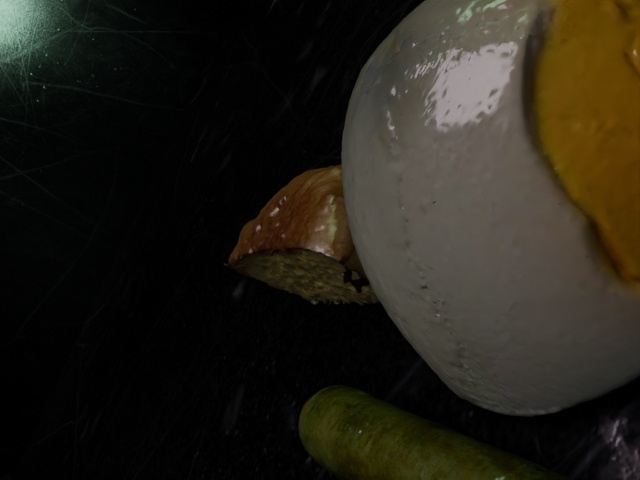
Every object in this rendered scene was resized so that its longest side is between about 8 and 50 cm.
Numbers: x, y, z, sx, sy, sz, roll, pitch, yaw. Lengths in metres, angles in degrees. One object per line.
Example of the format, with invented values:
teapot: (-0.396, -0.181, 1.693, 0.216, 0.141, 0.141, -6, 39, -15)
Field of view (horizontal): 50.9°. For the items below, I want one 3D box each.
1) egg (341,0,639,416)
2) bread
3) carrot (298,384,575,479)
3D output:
egg: (0.117, -0.068, 0.457, 0.337, 0.201, 0.337, -47, 26, 31)
bread: (0.006, -0.008, 0.716, 0.260, 0.129, 0.134, -2, 62, 62)
carrot: (0.084, 0.159, 0.447, 0.359, 0.074, 0.074, -1, 65, 62)
